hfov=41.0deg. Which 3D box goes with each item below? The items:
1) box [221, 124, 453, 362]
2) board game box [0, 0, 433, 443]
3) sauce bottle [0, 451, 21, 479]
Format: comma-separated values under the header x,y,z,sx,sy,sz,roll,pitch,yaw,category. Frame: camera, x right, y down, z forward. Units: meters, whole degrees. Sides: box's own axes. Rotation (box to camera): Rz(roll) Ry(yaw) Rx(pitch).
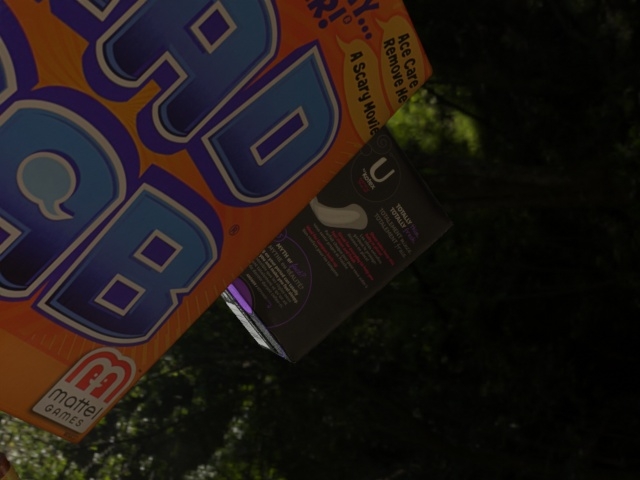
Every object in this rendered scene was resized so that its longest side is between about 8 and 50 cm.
x,y,z,sx,sy,sz,roll,pitch,yaw,category
0.000,0.000,1.076,0.270,0.143,0.165,-39,-77,-14,box
-0.215,-0.162,0.539,0.356,0.356,0.356,-46,-36,-5,board game box
-0.275,0.252,0.775,0.042,0.042,0.128,-44,-59,-42,sauce bottle
